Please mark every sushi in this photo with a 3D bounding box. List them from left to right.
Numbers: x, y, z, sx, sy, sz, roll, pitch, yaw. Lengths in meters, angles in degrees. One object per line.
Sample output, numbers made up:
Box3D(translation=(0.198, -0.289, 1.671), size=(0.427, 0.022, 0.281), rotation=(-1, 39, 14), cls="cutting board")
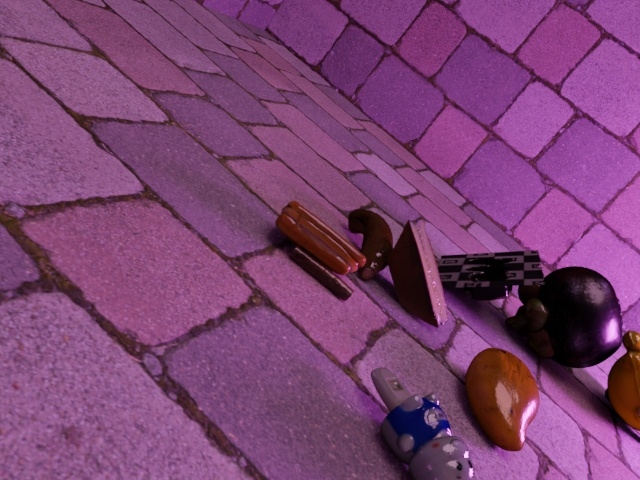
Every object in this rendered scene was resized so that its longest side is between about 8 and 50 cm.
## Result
Box3D(translation=(0.485, 0.126, 1.766), size=(0.296, 0.100, 0.373), rotation=(-3, 12, 16), cls="sushi")

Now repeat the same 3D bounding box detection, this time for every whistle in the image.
Box3D(translation=(0.148, 0.282, 0.899), size=(0.110, 0.092, 0.244), rotation=(7, 37, -38), cls="whistle")

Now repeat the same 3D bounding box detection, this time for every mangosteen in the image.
Box3D(translation=(0.707, 0.224, 1.762), size=(0.300, 0.300, 0.300), rotation=(33, 20, -14), cls="mangosteen")

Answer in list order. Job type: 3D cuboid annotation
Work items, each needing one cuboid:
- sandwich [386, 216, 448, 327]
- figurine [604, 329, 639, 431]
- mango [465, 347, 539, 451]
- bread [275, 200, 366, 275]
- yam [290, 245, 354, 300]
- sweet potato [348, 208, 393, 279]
Box3D(translation=(0.217, 0.080, 1.409), size=(0.094, 0.096, 0.258), rotation=(-20, 95, -63), cls="sandwich")
Box3D(translation=(0.920, 0.427, 1.745), size=(0.340, 0.231, 0.324), rotation=(27, 56, -52), cls="figurine")
Box3D(translation=(0.361, 0.299, 1.211), size=(0.157, 0.109, 0.262), rotation=(41, 21, -5), cls="mango")
Box3D(translation=(0.000, 0.000, 1.254), size=(0.200, 0.077, 0.116), rotation=(38, -8, -4), cls="bread")
Box3D(translation=(0.003, 0.064, 1.215), size=(0.145, 0.032, 0.032), rotation=(39, 20, 0), cls="yam")
Box3D(translation=(0.119, 0.013, 1.482), size=(0.112, 0.085, 0.286), rotation=(3, 35, 2), cls="sweet potato")
